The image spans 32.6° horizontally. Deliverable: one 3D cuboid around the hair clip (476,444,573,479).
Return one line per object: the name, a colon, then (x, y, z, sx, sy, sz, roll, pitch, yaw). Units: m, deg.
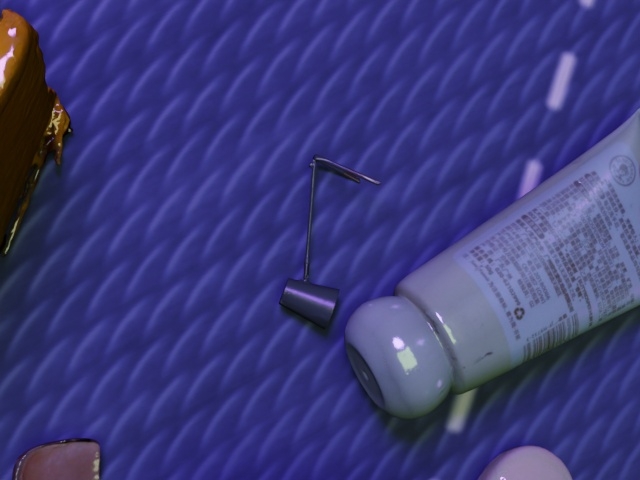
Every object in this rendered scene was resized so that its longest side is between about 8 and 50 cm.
hair clip: (0.142, 0.265, 0.832, 0.159, 0.071, 0.218, 6, 84, -9)

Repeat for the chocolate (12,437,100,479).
chocolate: (-0.187, 0.190, 0.779, 0.065, 0.031, 0.100, -7, 95, -29)

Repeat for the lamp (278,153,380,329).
lamp: (-0.001, 0.001, 0.817, 0.054, 0.041, 0.121, 20, 90, -2)

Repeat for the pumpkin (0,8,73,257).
pumpkin: (-0.301, -0.107, 0.669, 0.256, 0.225, 0.303, -39, 91, -14)

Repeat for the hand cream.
hand cream: (0.162, 0.026, 0.820, 0.306, 0.093, 0.147, -28, 97, -12)
